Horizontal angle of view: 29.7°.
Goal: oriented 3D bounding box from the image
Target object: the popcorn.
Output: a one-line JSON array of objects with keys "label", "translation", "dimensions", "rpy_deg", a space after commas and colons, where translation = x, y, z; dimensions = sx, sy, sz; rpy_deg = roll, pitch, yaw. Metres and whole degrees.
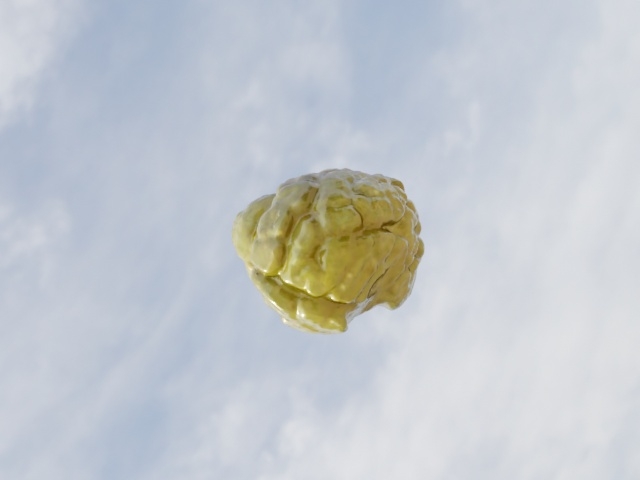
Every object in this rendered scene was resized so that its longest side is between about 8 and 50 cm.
[{"label": "popcorn", "translation": [0.000, 0.000, 1.320], "dimensions": [0.226, 0.203, 0.200], "rpy_deg": [-50, -37, -36]}]
